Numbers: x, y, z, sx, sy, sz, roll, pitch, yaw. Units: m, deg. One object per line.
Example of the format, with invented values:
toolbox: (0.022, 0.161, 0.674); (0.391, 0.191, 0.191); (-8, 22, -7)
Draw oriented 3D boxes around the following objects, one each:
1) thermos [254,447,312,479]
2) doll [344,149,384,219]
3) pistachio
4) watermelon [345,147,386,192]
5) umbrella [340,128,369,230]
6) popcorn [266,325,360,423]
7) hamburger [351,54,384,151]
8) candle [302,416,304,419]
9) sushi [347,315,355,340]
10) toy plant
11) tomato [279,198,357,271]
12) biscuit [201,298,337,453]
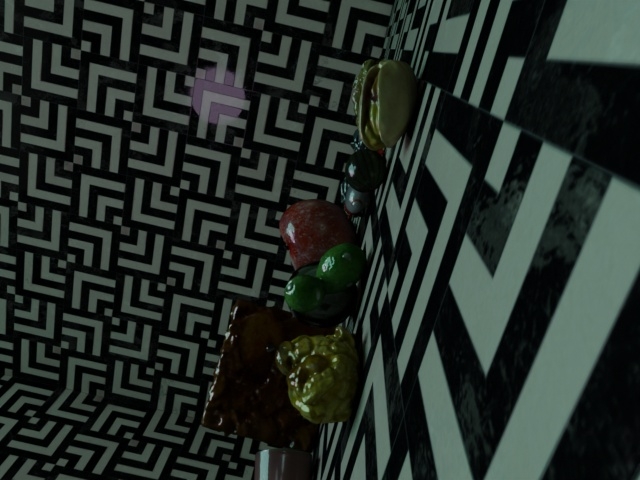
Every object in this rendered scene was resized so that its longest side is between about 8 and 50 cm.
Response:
thermos: (-0.102, 0.661, 1.315); (0.176, 0.146, 0.265); (-38, 40, 44)
doll: (0.123, -0.164, 1.556); (0.142, 0.076, 0.245); (-77, 4, -63)
pistachio: (0.142, -0.277, 1.107); (0.145, 0.117, 0.201); (33, -124, -51)
watermelon: (0.110, -0.184, 1.356); (0.105, 0.105, 0.133); (105, 158, -53)
umbrella: (0.116, -0.191, 1.737); (0.143, 0.094, 0.349); (-65, -13, -74)
popcorn: (0.006, 0.252, 1.020); (0.194, 0.163, 0.140); (36, 138, 55)
hamburger: (0.156, -0.338, 1.325); (0.183, 0.129, 0.206); (102, 162, -67)
candle: (0.002, 0.370, 1.430); (0.168, 0.068, 0.192); (-119, 44, -84)
sushi: (0.062, 0.232, 1.165); (0.120, 0.026, 0.126); (-63, -9, -83)
toy plant: (0.011, 0.116, 1.326); (0.218, 0.175, 0.235); (-32, -22, -19)
tomato: (0.000, 0.000, 1.676); (0.270, 0.227, 0.270); (-19, -90, -89)
biscuit: (-0.144, 0.406, 1.616); (0.166, 0.342, 0.395); (99, -174, -66)
